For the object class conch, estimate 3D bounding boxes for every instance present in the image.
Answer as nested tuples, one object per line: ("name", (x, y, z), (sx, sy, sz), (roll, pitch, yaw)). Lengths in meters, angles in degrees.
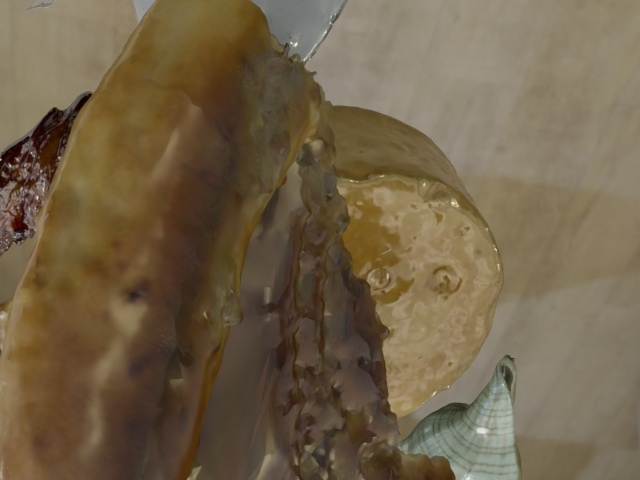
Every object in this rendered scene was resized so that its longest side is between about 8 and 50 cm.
("conch", (0.118, 0.199, 1.148), (0.114, 0.137, 0.234), (-11, 160, 1))

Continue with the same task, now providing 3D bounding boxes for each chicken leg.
("chicken leg", (-0.200, -0.016, 0.882), (0.053, 0.093, 0.205), (23, 126, -29))

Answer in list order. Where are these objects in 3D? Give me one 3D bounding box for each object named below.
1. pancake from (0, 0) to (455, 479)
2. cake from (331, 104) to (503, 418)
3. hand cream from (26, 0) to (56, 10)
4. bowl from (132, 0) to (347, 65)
("pancake", (0.002, 0.077, 0.409), (0.057, 0.266, 0.244), (-6, 148, 46))
("cake", (-0.006, -0.005, 1.406), (0.332, 0.321, 0.332), (-8, 122, -13))
("hand cream", (-0.350, -0.421, 2.059), (0.080, 0.234, 0.050), (4, 136, 55))
("bowl", (-0.050, -0.168, 0.730), (0.086, 0.189, 0.189), (31, 150, 20))
